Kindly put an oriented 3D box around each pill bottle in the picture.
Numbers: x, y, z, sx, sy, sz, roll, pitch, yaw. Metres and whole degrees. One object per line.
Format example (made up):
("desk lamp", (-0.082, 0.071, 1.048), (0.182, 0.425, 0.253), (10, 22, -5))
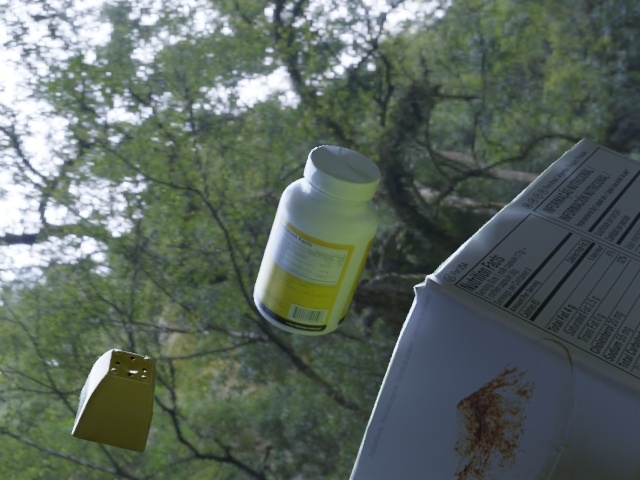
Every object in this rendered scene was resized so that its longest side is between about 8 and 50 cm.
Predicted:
("pill bottle", (0.000, 0.000, 0.966), (0.103, 0.103, 0.184), (-18, -44, -45))

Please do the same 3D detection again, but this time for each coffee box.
("coffee box", (0.231, 0.173, 0.691), (0.338, 0.334, 0.337), (-34, -33, -53))

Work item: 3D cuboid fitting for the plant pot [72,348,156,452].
("plant pot", (-0.220, 0.169, 1.041), (0.081, 0.081, 0.083), (17, -64, -14))
